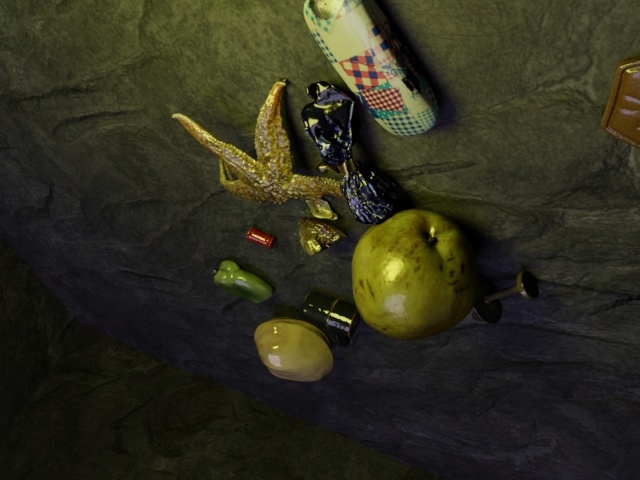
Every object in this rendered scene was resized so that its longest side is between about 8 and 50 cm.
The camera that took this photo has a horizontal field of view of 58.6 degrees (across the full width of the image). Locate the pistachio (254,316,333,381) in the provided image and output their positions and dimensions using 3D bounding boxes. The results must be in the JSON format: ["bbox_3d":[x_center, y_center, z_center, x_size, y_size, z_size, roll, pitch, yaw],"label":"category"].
[{"bbox_3d":[-0.104,0.405,2.138,0.321,0.229,0.238,30,117,-20],"label":"pistachio"}]

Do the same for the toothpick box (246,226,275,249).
[{"bbox_3d":[-0.181,-0.006,1.746,0.083,0.047,0.047,23,149,8],"label":"toothpick box"}]

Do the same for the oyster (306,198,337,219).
[{"bbox_3d":[0.002,-0.085,1.495,0.051,0.034,0.093,-29,107,37],"label":"oyster"}]

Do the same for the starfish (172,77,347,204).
[{"bbox_3d":[-0.122,-0.190,1.362,0.397,0.132,0.384,2,136,32],"label":"starfish"}]

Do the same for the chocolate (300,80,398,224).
[{"bbox_3d":[0.049,-0.181,1.218,0.148,0.126,0.343,-11,133,29],"label":"chocolate"}]

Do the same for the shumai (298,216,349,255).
[{"bbox_3d":[-0.003,-0.011,1.531,0.139,0.105,0.123,41,-169,36],"label":"shumai"}]

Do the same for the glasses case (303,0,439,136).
[{"bbox_3d":[0.096,-0.317,1.025,0.125,0.076,0.327,-7,134,47],"label":"glasses case"}]

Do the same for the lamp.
[{"bbox_3d":[0.427,0.144,1.412,0.121,0.121,0.214,41,138,-20],"label":"lamp"}]

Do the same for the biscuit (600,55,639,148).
[{"bbox_3d":[0.554,-0.202,0.866,0.215,0.034,0.182,15,147,22],"label":"biscuit"}]

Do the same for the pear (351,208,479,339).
[{"bbox_3d":[0.218,0.070,1.318,0.303,0.304,0.304,20,149,13],"label":"pear"}]

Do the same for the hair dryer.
[{"bbox_3d":[0.047,0.303,1.988,0.189,0.107,0.352,20,154,19],"label":"hair dryer"}]

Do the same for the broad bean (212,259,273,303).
[{"bbox_3d":[-0.277,0.155,2.020,0.227,0.100,0.169,25,156,3],"label":"broad bean"}]
